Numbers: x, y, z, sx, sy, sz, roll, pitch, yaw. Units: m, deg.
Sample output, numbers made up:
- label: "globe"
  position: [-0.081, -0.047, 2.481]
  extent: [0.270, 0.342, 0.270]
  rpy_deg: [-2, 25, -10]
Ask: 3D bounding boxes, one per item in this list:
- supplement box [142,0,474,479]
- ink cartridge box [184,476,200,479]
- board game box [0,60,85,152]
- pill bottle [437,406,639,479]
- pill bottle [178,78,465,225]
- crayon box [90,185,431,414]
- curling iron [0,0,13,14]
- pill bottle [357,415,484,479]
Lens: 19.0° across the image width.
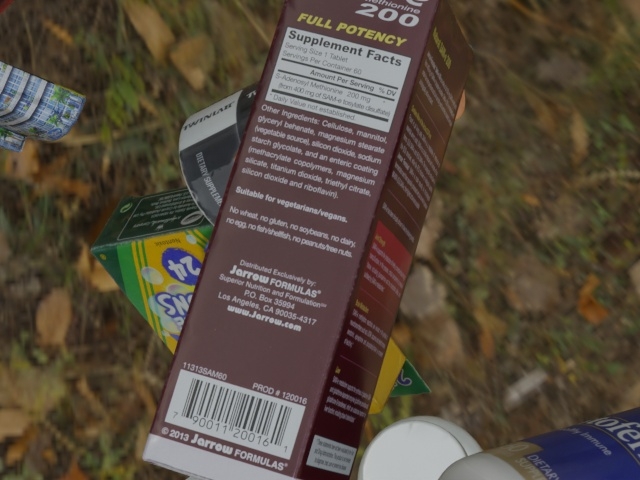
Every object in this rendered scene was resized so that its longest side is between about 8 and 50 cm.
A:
- label: "supplement box"
  position: [0.000, 0.000, 0.884]
  extent: [0.073, 0.130, 0.239]
  rpy_deg: [16, 83, 13]
- label: "ink cartridge box"
  position: [-0.017, 0.223, 1.124]
  extent: [0.127, 0.176, 0.128]
  rpy_deg: [-35, 146, -30]
- label: "board game box"
  position: [-0.318, -0.130, 1.547]
  extent: [0.194, 0.194, 0.060]
  rpy_deg: [21, 85, -30]
- label: "pill bottle"
  position: [0.214, 0.183, 1.228]
  extent: [0.264, 0.153, 0.153]
  rpy_deg: [-12, 110, -26]
- label: "pill bottle"
  position: [0.005, -0.100, 1.690]
  extent: [0.245, 0.130, 0.130]
  rpy_deg: [-25, 113, 29]
- label: "crayon box"
  position: [-0.057, 0.083, 1.937]
  extent: [0.203, 0.083, 0.323]
  rpy_deg: [-11, 128, 38]
- label: "curling iron"
  position: [-0.288, -0.263, 1.849]
  extent: [0.035, 0.274, 0.068]
  rpy_deg: [21, 114, 4]
- label: "pill bottle"
  position: [0.105, 0.242, 1.899]
  extent: [0.131, 0.229, 0.131]
  rpy_deg: [-2, 78, 9]
